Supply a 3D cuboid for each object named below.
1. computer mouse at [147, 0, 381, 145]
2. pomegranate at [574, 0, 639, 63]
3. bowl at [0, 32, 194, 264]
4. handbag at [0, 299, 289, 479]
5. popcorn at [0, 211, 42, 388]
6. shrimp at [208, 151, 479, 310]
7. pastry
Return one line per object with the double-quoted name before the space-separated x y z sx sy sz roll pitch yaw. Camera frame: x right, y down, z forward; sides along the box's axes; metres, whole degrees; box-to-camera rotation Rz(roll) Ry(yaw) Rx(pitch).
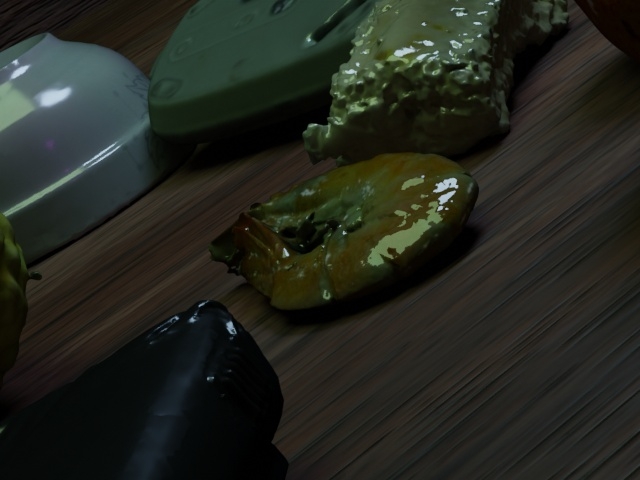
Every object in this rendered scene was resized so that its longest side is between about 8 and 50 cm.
"computer mouse" 0.000 -0.160 1.473 0.331 0.095 0.197 -15 38 43
"pomegranate" 0.213 -0.164 0.864 0.221 0.221 0.256 -30 42 -4
"bowl" -0.262 -0.077 1.609 0.287 0.143 0.287 -28 15 8
"handbag" -0.130 0.144 0.710 0.244 0.088 0.275 -28 17 17
"popcorn" -0.284 0.049 1.114 0.237 0.205 0.251 -17 31 4
"shrimp" -0.001 -0.001 1.035 0.115 0.051 0.217 -41 21 -32
"pastry" 0.087 -0.128 1.218 0.122 0.089 0.258 6 33 19
